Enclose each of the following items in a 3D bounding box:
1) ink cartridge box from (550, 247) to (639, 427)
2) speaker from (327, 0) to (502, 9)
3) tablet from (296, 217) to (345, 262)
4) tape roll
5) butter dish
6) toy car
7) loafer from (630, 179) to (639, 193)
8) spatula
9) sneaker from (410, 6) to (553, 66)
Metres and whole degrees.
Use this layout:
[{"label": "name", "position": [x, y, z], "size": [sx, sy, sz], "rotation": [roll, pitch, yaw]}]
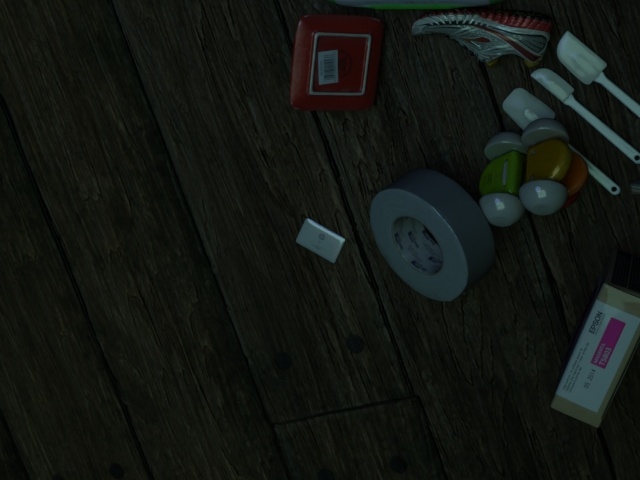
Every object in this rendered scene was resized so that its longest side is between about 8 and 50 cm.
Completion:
[{"label": "ink cartridge box", "position": [0.460, 0.152, 1.730], "size": [0.088, 0.193, 0.234], "rotation": [23, 112, 12]}, {"label": "speaker", "position": [0.149, -0.435, 1.702], "size": [0.297, 0.131, 0.131], "rotation": [4, 107, 19]}, {"label": "tablet", "position": [0.000, 0.000, 1.954], "size": [0.083, 0.006, 0.054], "rotation": [29, 113, 9]}, {"label": "tape roll", "position": [0.184, -0.008, 1.787], "size": [0.219, 0.072, 0.219], "rotation": [37, 147, 29]}, {"label": "butter dish", "position": [0.010, -0.306, 1.804], "size": [0.160, 0.118, 0.160], "rotation": [-3, 112, -25]}, {"label": "toy car", "position": [0.347, -0.097, 1.733], "size": [0.136, 0.159, 0.182], "rotation": [27, 149, -36]}, {"label": "loafer", "position": [0.559, -0.077, 1.709], "size": [0.125, 0.045, 0.039], "rotation": [-3, 112, 18]}, {"label": "spatula", "position": [0.433, -0.197, 1.734], "size": [0.242, 0.019, 0.168], "rotation": [42, 110, 3]}, {"label": "sneaker", "position": [0.253, -0.325, 1.719], "size": [0.225, 0.088, 0.092], "rotation": [10, 111, 17]}]
